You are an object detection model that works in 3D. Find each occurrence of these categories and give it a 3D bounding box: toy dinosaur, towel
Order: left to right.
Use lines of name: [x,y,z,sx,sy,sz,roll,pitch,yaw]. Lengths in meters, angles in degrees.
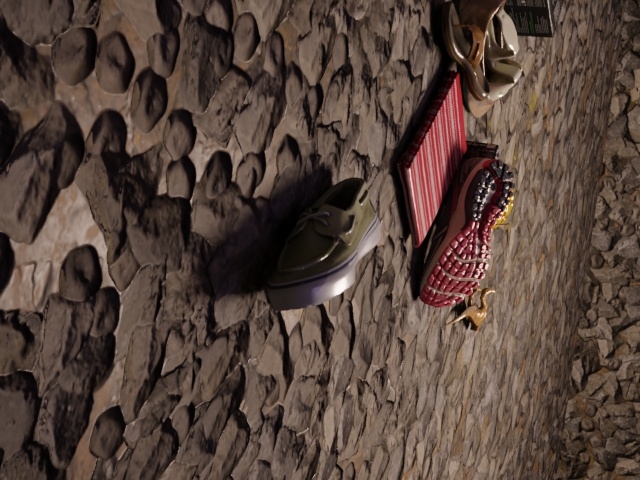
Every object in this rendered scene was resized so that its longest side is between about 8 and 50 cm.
towel: [0.202,-0.149,1.692,0.275,0.031,0.199,-60,150,-36]
toy dinosaur: [0.338,0.155,2.081,0.211,0.064,0.112,34,69,-64]

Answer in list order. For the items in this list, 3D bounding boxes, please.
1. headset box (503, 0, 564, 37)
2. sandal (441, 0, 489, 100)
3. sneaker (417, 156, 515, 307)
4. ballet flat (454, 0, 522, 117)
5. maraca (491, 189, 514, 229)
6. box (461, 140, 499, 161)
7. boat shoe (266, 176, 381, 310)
headset box: [0.416,-0.588,1.867,0.283,0.131,0.246,-70,154,-21]
sandal: [0.266,-0.336,1.679,0.219,0.060,0.090,55,33,-39]
sneaker: [0.264,-0.014,1.799,0.121,0.112,0.299,30,83,-34]
ballet flat: [0.320,-0.340,1.783,0.108,0.106,0.316,-59,149,-26]
maraca: [0.318,-0.058,1.917,0.186,0.099,0.127,-46,146,-9]
box: [0.305,-0.159,1.851,0.018,0.083,0.067,-54,145,-43]
boat shoe: [0.000,0.000,1.239,0.302,0.109,0.094,-49,128,-64]
